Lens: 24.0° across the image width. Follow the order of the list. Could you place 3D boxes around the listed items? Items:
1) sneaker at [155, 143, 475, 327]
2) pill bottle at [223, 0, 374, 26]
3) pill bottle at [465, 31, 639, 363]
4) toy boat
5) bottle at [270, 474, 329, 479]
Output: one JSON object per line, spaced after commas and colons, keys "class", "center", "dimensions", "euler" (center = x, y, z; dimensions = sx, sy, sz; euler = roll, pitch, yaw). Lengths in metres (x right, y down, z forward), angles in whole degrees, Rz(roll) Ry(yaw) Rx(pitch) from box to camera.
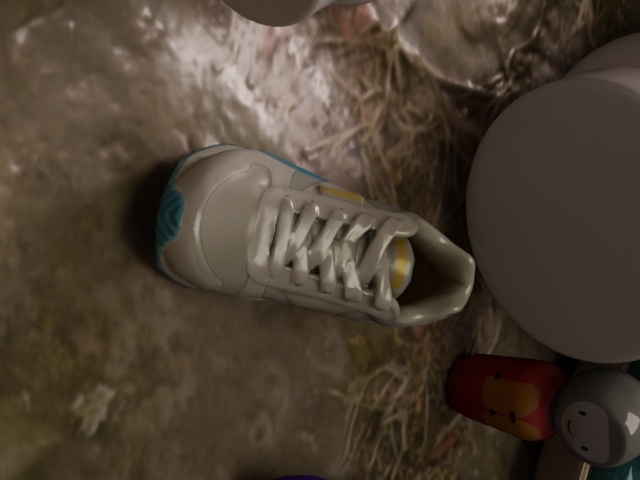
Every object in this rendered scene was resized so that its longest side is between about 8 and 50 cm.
{"class": "sneaker", "center": [0.000, 0.000, 0.858], "dimensions": [0.228, 0.092, 0.087], "euler": [11, 90, -50]}
{"class": "pill bottle", "center": [0.029, -0.204, 0.828], "dimensions": [0.221, 0.124, 0.124], "euler": [-42, 128, -38]}
{"class": "pill bottle", "center": [0.290, -0.053, 1.105], "dimensions": [0.392, 0.224, 0.224], "euler": [-19, 112, -49]}
{"class": "toy boat", "center": [0.225, 0.163, 1.127], "dimensions": [0.318, 0.148, 0.268], "euler": [35, 70, -49]}
{"class": "bottle", "center": [0.052, 0.225, 0.968], "dimensions": [0.283, 0.092, 0.118], "euler": [23, 80, -51]}
